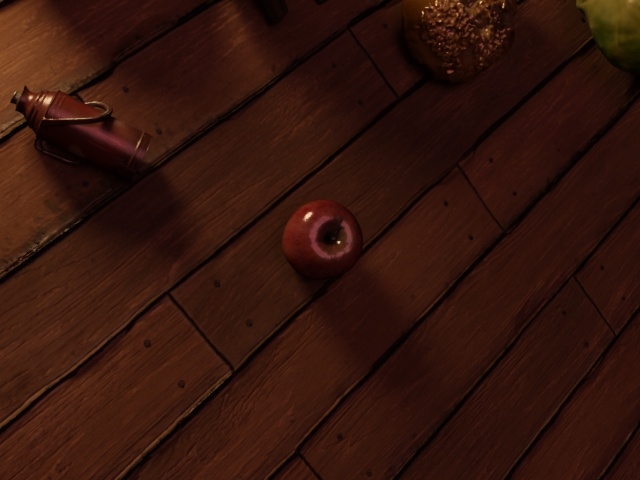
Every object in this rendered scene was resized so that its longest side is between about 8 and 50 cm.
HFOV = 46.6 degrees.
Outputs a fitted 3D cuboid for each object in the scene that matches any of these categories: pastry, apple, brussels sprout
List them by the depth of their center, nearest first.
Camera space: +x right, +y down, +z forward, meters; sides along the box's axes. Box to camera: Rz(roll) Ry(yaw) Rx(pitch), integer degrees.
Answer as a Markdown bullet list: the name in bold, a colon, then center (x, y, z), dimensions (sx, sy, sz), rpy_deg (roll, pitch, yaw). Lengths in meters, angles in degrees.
- **apple**: center (0.000, 0.000, 1.410), dimensions (0.153, 0.120, 0.153), rpy_deg (2, 86, -20)
- **pastry**: center (0.312, -0.500, 1.610), dimensions (0.255, 0.162, 0.311), rpy_deg (20, 73, -19)
- **brussels sprout**: center (0.833, -0.563, 1.755), dimensions (0.425, 0.342, 0.361), rpy_deg (3, 74, -13)

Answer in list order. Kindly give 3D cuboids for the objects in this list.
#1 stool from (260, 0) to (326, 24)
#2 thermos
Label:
- **stool**: center (-0.054, -0.562, 1.411), dimensions (0.178, 0.272, 0.272), rpy_deg (43, 66, -30)
- **thermos**: center (-0.413, -0.186, 1.266), dimensions (0.232, 0.099, 0.124), rpy_deg (25, 110, -18)
